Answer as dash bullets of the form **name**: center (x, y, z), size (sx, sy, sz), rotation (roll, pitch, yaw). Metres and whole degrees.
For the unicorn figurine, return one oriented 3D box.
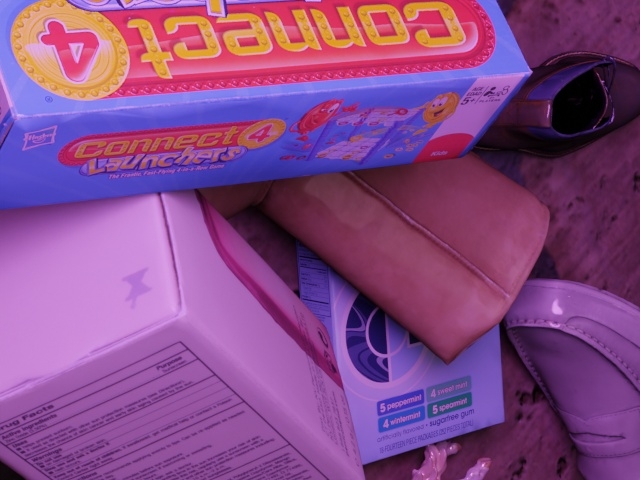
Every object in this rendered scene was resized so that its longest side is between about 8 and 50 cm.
- **unicorn figurine**: center (0.110, 0.222, 1.364), size (0.162, 0.060, 0.111), rotation (35, 73, -20)

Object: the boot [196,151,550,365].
- **boot**: center (0.000, 0.000, 1.178), size (0.269, 0.089, 0.236), rotation (37, 78, -25)

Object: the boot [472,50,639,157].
- **boot**: center (0.195, -0.097, 1.358), size (0.219, 0.106, 0.082), rotation (-12, 103, -38)

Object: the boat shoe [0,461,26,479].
- **boat shoe**: center (-0.178, 0.174, 1.087), size (0.103, 0.092, 0.285), rotation (-40, 118, -27)

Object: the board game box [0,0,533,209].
- **board game box**: center (-0.081, -0.178, 1.002), size (0.308, 0.086, 0.302), rotation (-8, 63, -31)

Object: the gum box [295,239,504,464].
- **gum box**: center (0.058, 0.054, 1.304), size (0.157, 0.041, 0.184), rotation (-12, 103, -37)

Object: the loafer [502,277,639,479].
- **loafer**: center (0.238, 0.137, 1.420), size (0.319, 0.112, 0.111), rotation (41, 61, -36)

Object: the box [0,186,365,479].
- **box**: center (-0.095, 0.073, 1.047), size (0.232, 0.148, 0.127), rotation (50, 20, -50)
